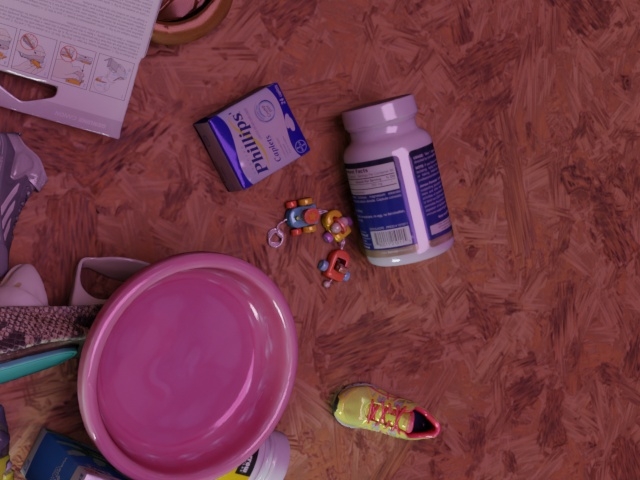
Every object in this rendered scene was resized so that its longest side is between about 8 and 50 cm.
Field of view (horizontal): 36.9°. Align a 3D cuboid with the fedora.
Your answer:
[{"bbox_3d":[-0.225,-0.387,1.441,0.194,0.079,0.194,-4,100,-21],"label":"fedora"}]

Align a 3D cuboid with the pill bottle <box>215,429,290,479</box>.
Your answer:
[{"bbox_3d":[-0.160,0.323,1.492,0.208,0.119,0.119,20,83,-27],"label":"pill bottle"}]

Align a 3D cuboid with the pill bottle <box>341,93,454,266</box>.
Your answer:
[{"bbox_3d":[0.124,-0.102,1.602,0.153,0.153,0.265,-19,101,-26],"label":"pill bottle"}]

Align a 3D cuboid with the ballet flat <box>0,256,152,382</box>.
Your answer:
[{"bbox_3d":[-0.349,0.114,1.380,0.482,0.164,0.182,-3,73,-34],"label":"ballet flat"}]

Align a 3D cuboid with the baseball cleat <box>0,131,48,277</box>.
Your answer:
[{"bbox_3d":[-0.434,-0.051,1.354,0.109,0.072,0.206,-8,100,-34],"label":"baseball cleat"}]

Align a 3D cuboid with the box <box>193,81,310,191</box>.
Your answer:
[{"bbox_3d":[-0.108,-0.163,1.521,0.137,0.072,0.126,-33,107,-22],"label":"box"}]

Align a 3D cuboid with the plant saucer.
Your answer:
[{"bbox_3d":[-0.188,0.174,1.340,0.332,0.084,0.332,-8,104,-35],"label":"plant saucer"}]

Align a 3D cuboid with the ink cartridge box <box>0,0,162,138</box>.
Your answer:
[{"bbox_3d":[-0.389,-0.308,1.339,0.296,0.066,0.261,15,111,-17],"label":"ink cartridge box"}]

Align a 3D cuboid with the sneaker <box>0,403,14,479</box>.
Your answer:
[{"bbox_3d":[-0.564,0.275,1.295,0.299,0.111,0.121,7,79,-34],"label":"sneaker"}]

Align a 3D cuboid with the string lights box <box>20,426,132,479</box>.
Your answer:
[{"bbox_3d":[-0.316,0.344,1.330,0.133,0.259,0.077,30,79,-27],"label":"string lights box"}]

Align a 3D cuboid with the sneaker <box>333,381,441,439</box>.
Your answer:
[{"bbox_3d":[0.120,0.299,1.655,0.208,0.094,0.082,14,87,-27],"label":"sneaker"}]

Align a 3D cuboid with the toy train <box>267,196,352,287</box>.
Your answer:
[{"bbox_3d":[0.000,0.000,1.601,0.166,0.046,0.125,30,78,-26],"label":"toy train"}]
